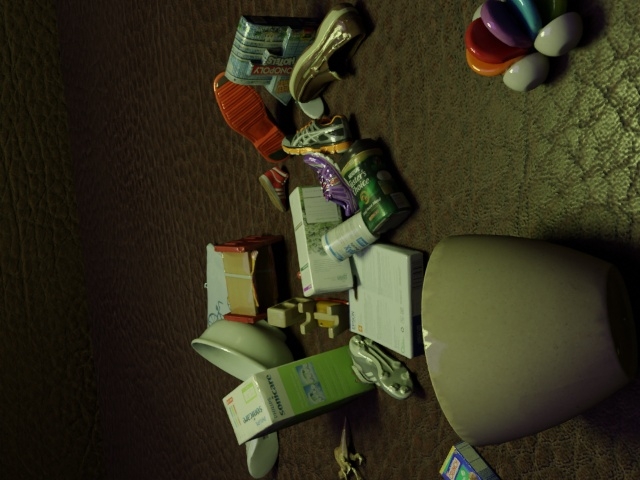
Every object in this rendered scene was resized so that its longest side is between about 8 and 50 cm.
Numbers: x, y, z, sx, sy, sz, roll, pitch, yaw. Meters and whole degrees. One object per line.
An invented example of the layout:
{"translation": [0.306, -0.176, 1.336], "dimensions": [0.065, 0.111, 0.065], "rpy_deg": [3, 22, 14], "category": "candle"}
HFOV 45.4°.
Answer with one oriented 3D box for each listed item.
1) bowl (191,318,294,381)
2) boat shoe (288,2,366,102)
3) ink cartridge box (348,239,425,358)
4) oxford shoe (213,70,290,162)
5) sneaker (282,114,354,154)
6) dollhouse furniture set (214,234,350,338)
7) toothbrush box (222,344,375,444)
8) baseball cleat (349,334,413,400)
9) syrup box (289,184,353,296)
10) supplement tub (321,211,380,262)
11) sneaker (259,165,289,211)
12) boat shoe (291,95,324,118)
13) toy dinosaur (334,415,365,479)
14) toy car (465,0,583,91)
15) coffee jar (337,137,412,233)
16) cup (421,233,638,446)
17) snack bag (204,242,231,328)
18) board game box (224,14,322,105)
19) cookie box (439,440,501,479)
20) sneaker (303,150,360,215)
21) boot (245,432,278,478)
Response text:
{"translation": [-0.181, 0.284, 2.024], "dimensions": [0.298, 0.298, 0.134], "rpy_deg": [-8, 50, 57], "category": "bowl"}
{"translation": [0.014, -0.368, 1.602], "dimensions": [0.095, 0.095, 0.257], "rpy_deg": [56, 142, 19], "category": "boat shoe"}
{"translation": [0.136, 0.114, 1.623], "dimensions": [0.224, 0.045, 0.223], "rpy_deg": [18, 115, 56], "category": "ink cartridge box"}
{"translation": [-0.168, -0.297, 1.792], "dimensions": [0.271, 0.097, 0.098], "rpy_deg": [54, -173, -41], "category": "oxford shoe"}
{"translation": [-0.005, -0.232, 1.693], "dimensions": [0.215, 0.084, 0.083], "rpy_deg": [4, 103, 45], "category": "sneaker"}
{"translation": [-0.076, 0.103, 1.887], "dimensions": [0.374, 0.152, 0.201], "rpy_deg": [3, 104, 38], "category": "dollhouse furniture set"}
{"translation": [-0.052, 0.355, 1.774], "dimensions": [0.206, 0.283, 0.122], "rpy_deg": [-45, 64, 53], "category": "toothbrush box"}
{"translation": [0.136, 0.294, 1.684], "dimensions": [0.206, 0.072, 0.109], "rpy_deg": [48, 151, 43], "category": "baseball cleat"}
{"translation": [0.000, 0.000, 1.698], "dimensions": [0.096, 0.093, 0.236], "rpy_deg": [143, 119, -72], "category": "syrup box"}
{"translation": [0.063, -0.007, 1.604], "dimensions": [0.107, 0.071, 0.071], "rpy_deg": [-32, 71, 23], "category": "supplement tub"}
{"translation": [-0.100, -0.130, 1.908], "dimensions": [0.042, 0.067, 0.118], "rpy_deg": [24, 150, 48], "category": "sneaker"}
{"translation": [-0.033, -0.319, 1.737], "dimensions": [0.142, 0.049, 0.040], "rpy_deg": [54, 171, 30], "category": "boat shoe"}
{"translation": [0.062, 0.533, 1.875], "dimensions": [0.093, 0.053, 0.183], "rpy_deg": [27, 123, 51], "category": "toy dinosaur"}
{"translation": [0.290, -0.323, 1.162], "dimensions": [0.159, 0.136, 0.182], "rpy_deg": [64, 145, 20], "category": "toy car"}
{"translation": [0.107, -0.113, 1.561], "dimensions": [0.096, 0.079, 0.184], "rpy_deg": [-49, 60, 50], "category": "coffee jar"}
{"translation": [0.330, 0.135, 1.143], "dimensions": [0.237, 0.331, 0.331], "rpy_deg": [-12, 91, 33], "category": "cup"}
{"translation": [-0.250, 0.202, 2.243], "dimensions": [0.323, 0.037, 0.342], "rpy_deg": [28, 124, 48], "category": "snack bag"}
{"translation": [-0.101, -0.387, 1.663], "dimensions": [0.060, 0.194, 0.194], "rpy_deg": [52, 137, 33], "category": "board game box"}
{"translation": [0.295, 0.466, 1.514], "dimensions": [0.107, 0.040, 0.091], "rpy_deg": [49, 138, 37], "category": "cookie box"}
{"translation": [0.023, -0.122, 1.632], "dimensions": [0.170, 0.071, 0.068], "rpy_deg": [46, 169, 2], "category": "sneaker"}
{"translation": [-0.186, 0.553, 2.234], "dimensions": [0.123, 0.095, 0.258], "rpy_deg": [29, 116, 56], "category": "boot"}
